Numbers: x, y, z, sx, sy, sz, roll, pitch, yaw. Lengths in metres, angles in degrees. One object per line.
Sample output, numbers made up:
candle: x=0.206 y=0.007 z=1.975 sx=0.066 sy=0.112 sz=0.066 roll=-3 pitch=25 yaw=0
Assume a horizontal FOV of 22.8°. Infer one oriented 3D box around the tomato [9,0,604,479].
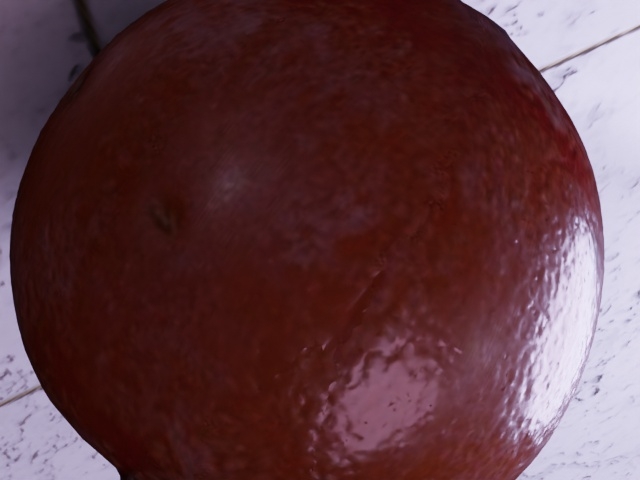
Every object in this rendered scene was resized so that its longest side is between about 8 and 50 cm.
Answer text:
tomato: x=0.000 y=0.000 z=0.707 sx=0.265 sy=0.265 sz=0.265 roll=-20 pitch=145 yaw=-15
